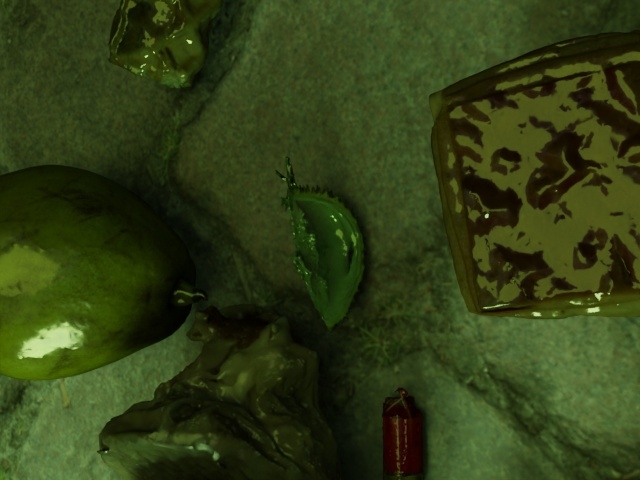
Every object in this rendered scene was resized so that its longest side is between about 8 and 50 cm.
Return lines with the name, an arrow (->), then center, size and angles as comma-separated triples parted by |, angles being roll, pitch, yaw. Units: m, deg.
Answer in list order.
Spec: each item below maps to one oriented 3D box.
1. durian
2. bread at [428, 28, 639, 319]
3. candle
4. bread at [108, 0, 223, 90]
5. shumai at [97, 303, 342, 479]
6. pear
durian -> 0.000, 0.000, 1.162 | 0.086, 0.100, 0.215 | -16, 93, 25
bread -> 0.290, -0.060, 0.963 | 0.324, 0.167, 0.278 | -10, 88, 20
candle -> 0.099, 0.243, 1.154 | 0.052, 0.052, 0.131 | -1, 92, 29
bread -> -0.187, -0.331, 1.227 | 0.152, 0.130, 0.268 | 29, 107, 33
shumai -> -0.085, 0.210, 1.201 | 0.314, 0.262, 0.267 | 33, 145, -18
pear -> -0.322, 0.045, 1.256 | 0.375, 0.287, 0.287 | 8, 97, 14
